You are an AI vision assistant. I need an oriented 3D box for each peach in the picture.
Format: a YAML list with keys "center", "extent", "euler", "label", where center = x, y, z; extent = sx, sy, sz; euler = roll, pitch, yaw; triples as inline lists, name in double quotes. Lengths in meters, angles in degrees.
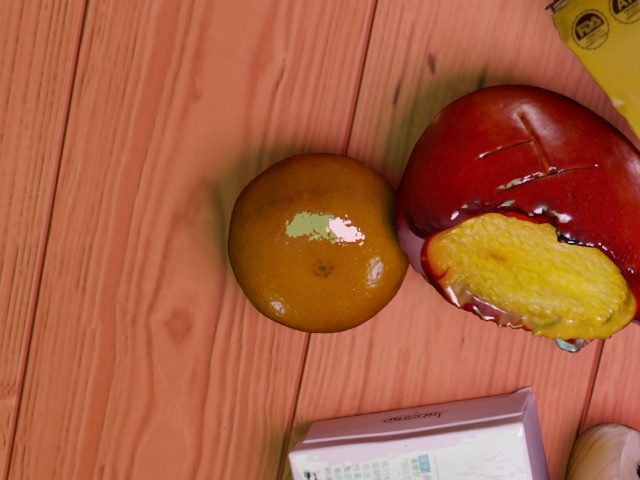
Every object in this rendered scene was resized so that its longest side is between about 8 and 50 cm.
- center: [0.168, -0.014, 1.571]
  extent: [0.190, 0.196, 0.226]
  euler: [-56, 49, 27]
  label: "peach"

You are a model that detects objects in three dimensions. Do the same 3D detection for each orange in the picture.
- center: [0.000, 0.000, 1.659]
  extent: [0.156, 0.124, 0.156]
  euler: [0, 114, 0]
  label: "orange"

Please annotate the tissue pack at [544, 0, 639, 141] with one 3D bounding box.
- center: [0.342, -0.186, 1.526]
  extent: [0.271, 0.134, 0.192]
  euler: [-36, 93, 29]
  label: "tissue pack"

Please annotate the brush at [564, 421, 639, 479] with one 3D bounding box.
- center: [0.299, 0.269, 1.604]
  extent: [0.166, 0.174, 0.267]
  euler: [-21, 90, 50]
  label: "brush"

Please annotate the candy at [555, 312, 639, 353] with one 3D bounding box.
- center: [0.324, 0.025, 1.626]
  extent: [0.292, 0.059, 0.086]
  euler: [-14, 77, 14]
  label: "candy"

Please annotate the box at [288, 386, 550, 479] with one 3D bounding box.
- center: [0.102, 0.283, 1.695]
  extent: [0.203, 0.116, 0.274]
  euler: [-9, 98, 12]
  label: "box"
